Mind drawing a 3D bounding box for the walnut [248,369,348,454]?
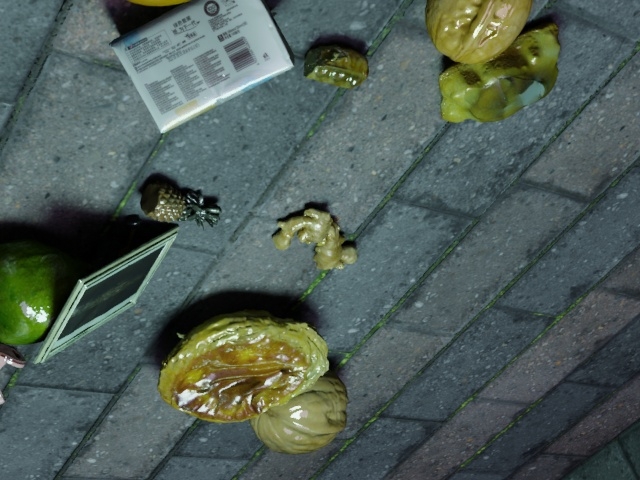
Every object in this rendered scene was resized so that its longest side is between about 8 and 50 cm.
[{"bbox_3d":[-0.046,0.394,2.341,0.261,0.225,0.225,10,135,-45],"label":"walnut"}]

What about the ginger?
[{"bbox_3d":[0.000,0.000,1.999,0.193,0.052,0.176,-3,145,-19],"label":"ginger"}]

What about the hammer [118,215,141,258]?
[{"bbox_3d":[-0.370,0.026,1.896,0.078,0.021,0.201,2,139,-26],"label":"hammer"}]

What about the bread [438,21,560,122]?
[{"bbox_3d":[0.323,-0.280,1.766,0.233,0.088,0.160,-21,140,0],"label":"bread"}]

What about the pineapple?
[{"bbox_3d":[-0.249,-0.058,1.811,0.159,0.074,0.074,15,132,-46],"label":"pineapple"}]

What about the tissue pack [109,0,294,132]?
[{"bbox_3d":[-0.173,-0.293,1.515,0.229,0.145,0.159,-27,109,8],"label":"tissue pack"}]

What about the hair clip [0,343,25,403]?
[{"bbox_3d":[-0.668,0.250,1.979,0.102,0.123,0.138,-54,144,-2],"label":"hair clip"}]

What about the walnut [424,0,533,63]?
[{"bbox_3d":[0.249,-0.372,1.568,0.159,0.159,0.206,1,143,-25],"label":"walnut"}]

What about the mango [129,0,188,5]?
[{"bbox_3d":[-0.184,-0.491,1.175,0.300,0.232,0.445,3,132,-18],"label":"mango"}]

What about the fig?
[{"bbox_3d":[-0.513,0.068,1.808,0.235,0.203,0.203,-44,165,-45],"label":"fig"}]

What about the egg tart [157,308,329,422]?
[{"bbox_3d":[-0.185,0.250,2.145,0.351,0.153,0.339,-41,133,20],"label":"egg tart"}]

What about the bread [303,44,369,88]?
[{"bbox_3d":[0.031,-0.288,1.651,0.110,0.060,0.066,8,107,-30],"label":"bread"}]

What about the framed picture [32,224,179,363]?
[{"bbox_3d":[-0.385,0.098,1.826,0.231,0.018,0.293,-54,170,33],"label":"framed picture"}]
